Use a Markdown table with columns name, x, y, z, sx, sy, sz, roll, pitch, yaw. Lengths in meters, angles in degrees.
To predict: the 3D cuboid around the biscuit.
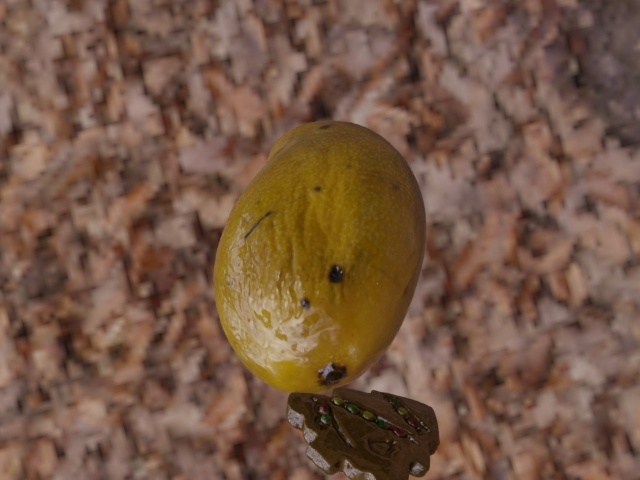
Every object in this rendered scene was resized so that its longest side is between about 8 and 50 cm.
| name | x | y | z | sx | sy | sz | roll | pitch | yaw |
| --- | --- | --- | --- | --- | --- | --- | --- | --- | --- |
| biscuit | 0.029 | 0.097 | 0.957 | 0.082 | 0.092 | 0.016 | 39 | 126 | 32 |

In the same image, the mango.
| name | x | y | z | sx | sy | sz | roll | pitch | yaw |
| --- | --- | --- | --- | --- | --- | --- | --- | --- | --- |
| mango | -0.002 | -0.002 | 1.402 | 0.109 | 0.157 | 0.262 | 57 | -156 | -44 |
